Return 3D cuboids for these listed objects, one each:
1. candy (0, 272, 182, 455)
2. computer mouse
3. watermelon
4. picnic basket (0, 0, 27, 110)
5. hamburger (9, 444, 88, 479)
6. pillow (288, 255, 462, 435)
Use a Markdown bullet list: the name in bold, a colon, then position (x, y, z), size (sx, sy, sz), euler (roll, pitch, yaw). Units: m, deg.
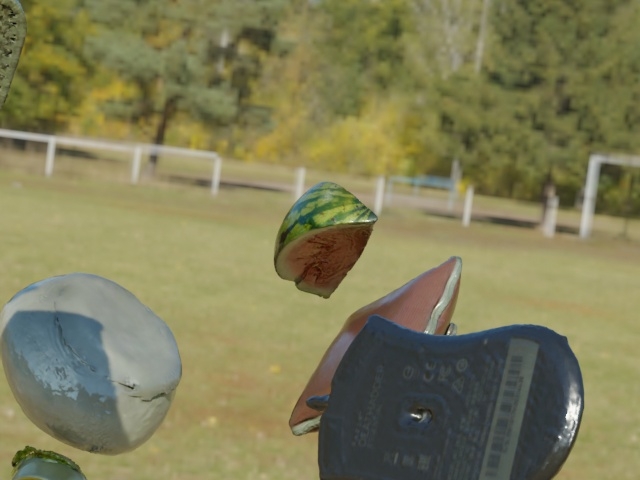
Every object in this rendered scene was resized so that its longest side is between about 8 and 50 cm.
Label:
- **candy**: position (-0.340, 0.181, 2.065), size (0.296, 0.185, 0.295), euler (26, 33, -19)
- **computer mouse**: position (0.095, 0.135, 1.057), size (0.264, 0.147, 0.088), euler (4, -21, 45)
- **watermelon**: position (-0.013, 0.001, 1.428), size (0.069, 0.087, 0.163), euler (-29, -19, -31)
- **picnic basket**: position (-0.345, -0.201, 1.298), size (0.154, 0.134, 0.196), euler (13, 20, -20)
- **hamburger**: position (-0.377, 0.349, 1.995), size (0.141, 0.126, 0.081), euler (43, 29, -1)
- **pillow**: position (0.059, 0.109, 1.365), size (0.075, 0.171, 0.179), euler (43, -40, -14)
